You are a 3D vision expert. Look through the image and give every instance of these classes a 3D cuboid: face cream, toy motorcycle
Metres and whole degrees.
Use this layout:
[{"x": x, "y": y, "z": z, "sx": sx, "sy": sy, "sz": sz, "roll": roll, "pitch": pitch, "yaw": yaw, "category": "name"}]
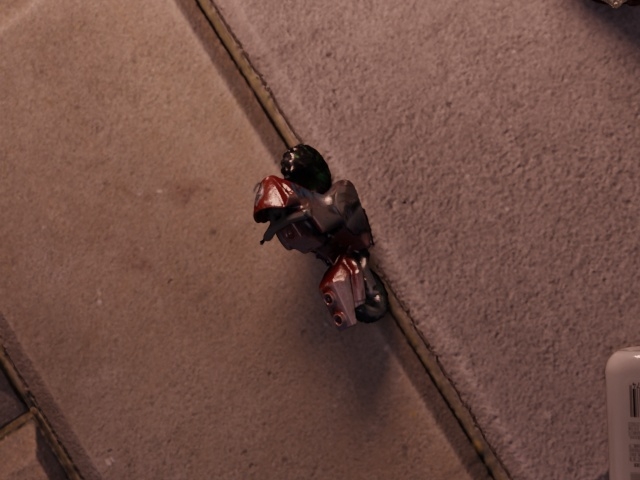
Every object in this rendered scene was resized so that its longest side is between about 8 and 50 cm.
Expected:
[{"x": 0.377, "y": 0.257, "z": 1.890, "sx": 0.144, "sy": 0.071, "sz": 0.291, "roll": -3, "pitch": 94, "yaw": 16, "category": "face cream"}, {"x": 0.001, "y": 0.000, "z": 1.948, "sx": 0.082, "sy": 0.122, "sz": 0.213, "roll": -29, "pitch": 87, "yaw": 48, "category": "toy motorcycle"}]

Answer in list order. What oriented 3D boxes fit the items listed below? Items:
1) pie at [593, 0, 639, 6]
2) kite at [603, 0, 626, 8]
[{"x": 0.318, "y": -0.318, "z": 1.867, "sx": 0.153, "sy": 0.038, "sz": 0.153, "roll": 1, "pitch": 94, "yaw": 15, "category": "pie"}, {"x": 0.353, "y": -0.414, "z": 1.831, "sx": 0.360, "sy": 0.022, "sz": 0.204, "roll": -43, "pitch": 73, "yaw": 13, "category": "kite"}]
